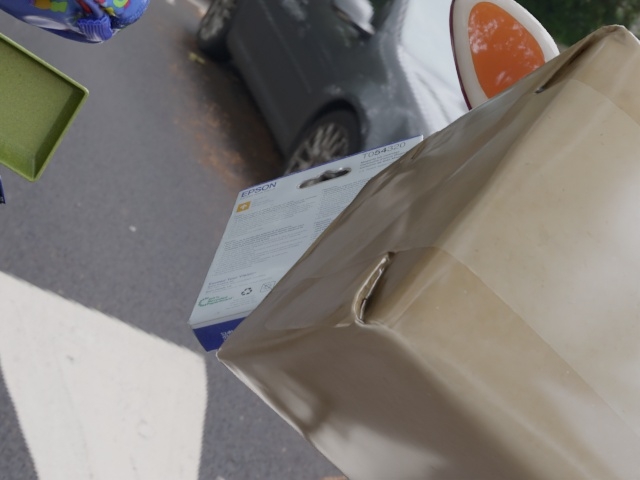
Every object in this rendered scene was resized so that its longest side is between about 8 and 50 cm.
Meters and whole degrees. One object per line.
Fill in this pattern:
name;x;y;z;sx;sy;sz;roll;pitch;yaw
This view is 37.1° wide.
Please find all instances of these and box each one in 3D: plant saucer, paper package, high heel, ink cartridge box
plant saucer;-0.469;-0.213;1.452;0.188;0.188;0.045;33;24;-12
paper package;0.136;0.102;0.490;0.325;0.168;0.309;43;-19;-6
high heel;0.256;-0.146;1.208;0.377;0.127;0.181;63;4;-9
ink cartridge box;0.000;0.000;1.365;0.071;0.324;0.330;62;24;-29

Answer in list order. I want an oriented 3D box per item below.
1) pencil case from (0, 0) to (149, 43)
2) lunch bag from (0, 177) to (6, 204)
pencil case;-0.114;-0.272;0.602;0.133;0.306;0.119;28;-7;-1
lunch bag;-0.612;-0.006;1.336;0.305;0.256;0.212;4;1;15
